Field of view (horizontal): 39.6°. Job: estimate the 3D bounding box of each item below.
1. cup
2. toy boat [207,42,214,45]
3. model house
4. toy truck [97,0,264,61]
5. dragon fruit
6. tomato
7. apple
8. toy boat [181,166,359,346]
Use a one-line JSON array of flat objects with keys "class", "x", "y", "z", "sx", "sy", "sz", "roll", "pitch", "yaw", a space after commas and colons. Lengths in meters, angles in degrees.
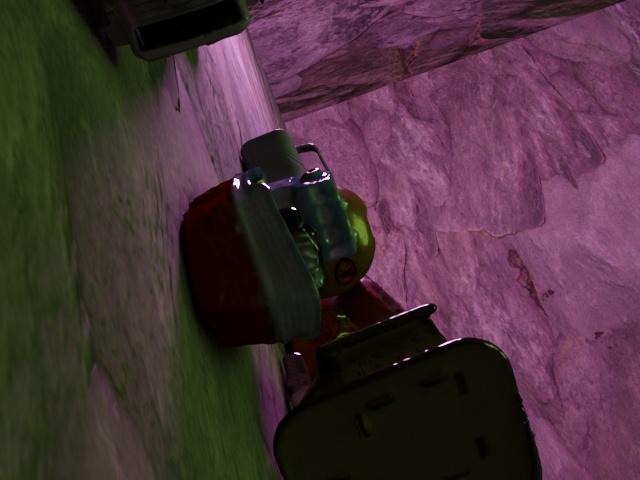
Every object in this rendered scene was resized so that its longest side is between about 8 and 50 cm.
[{"class": "cup", "x": -0.050, "y": -0.102, "z": 1.393, "sx": 0.095, "sy": 0.128, "sz": 0.129, "roll": 64, "pitch": 4, "yaw": -55}, {"class": "toy boat", "x": -0.179, "y": -0.348, "z": 1.285, "sx": 0.200, "sy": 0.057, "sz": 0.077, "roll": 64, "pitch": 0, "yaw": -72}, {"class": "model house", "x": 0.058, "y": 0.148, "z": 0.889, "sx": 0.278, "sy": 0.218, "sz": 0.204, "roll": -116, "pitch": -174, "yaw": -65}, {"class": "toy truck", "x": -0.134, "y": -0.259, "z": 0.703, "sx": 0.155, "sy": 0.124, "sz": 0.268, "roll": 77, "pitch": -6, "yaw": -59}, {"class": "dragon fruit", "x": 0.025, "y": 0.153, "z": 1.136, "sx": 0.120, "sy": 0.127, "sz": 0.161, "roll": -140, "pitch": -150, "yaw": -79}, {"class": "tomato", "x": 0.074, "y": 0.193, "z": 1.431, "sx": 0.289, "sy": 0.176, "sz": 0.335, "roll": 50, "pitch": -5, "yaw": 8}, {"class": "apple", "x": 0.000, "y": 0.000, "z": 1.289, "sx": 0.182, "sy": 0.155, "sz": 0.182, "roll": -17, "pitch": 90, "yaw": -87}, {"class": "toy boat", "x": -0.032, "y": 0.005, "z": 0.779, "sx": 0.332, "sy": 0.133, "sz": 0.145, "roll": -98, "pitch": 170, "yaw": -78}]
